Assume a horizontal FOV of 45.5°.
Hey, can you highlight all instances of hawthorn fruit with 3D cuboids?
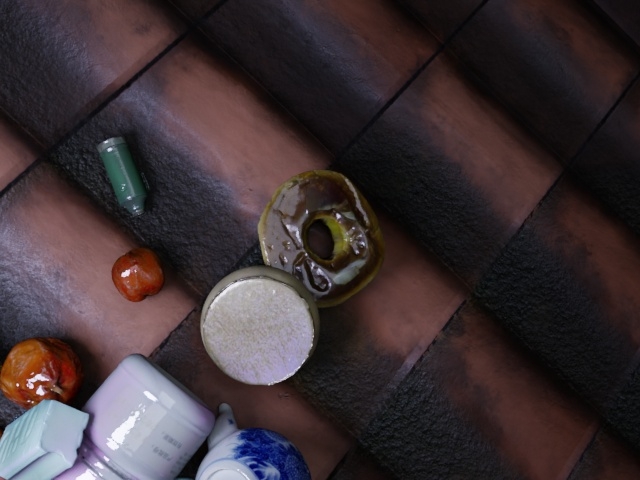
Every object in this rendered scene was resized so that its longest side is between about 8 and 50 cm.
[{"bbox_3d":[-0.410,0.078,1.717,0.128,0.128,0.128,4,75,-16],"label":"hawthorn fruit"},{"bbox_3d":[-0.575,0.277,1.584,0.173,0.179,0.174,4,71,-12],"label":"hawthorn fruit"}]

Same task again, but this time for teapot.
[{"bbox_3d":[-0.126,0.529,1.638,0.252,0.280,0.424,-44,70,16],"label":"teapot"}]

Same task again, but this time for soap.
[{"bbox_3d":[-0.551,0.399,1.483,0.091,0.230,0.145,36,36,-27],"label":"soap"}]

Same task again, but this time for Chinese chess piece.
[{"bbox_3d":[-0.136,0.191,1.720,0.269,0.112,0.270,1,100,3],"label":"Chinese chess piece"}]

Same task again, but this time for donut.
[{"bbox_3d":[0.000,0.000,1.853,0.329,0.160,0.330,1,85,-9],"label":"donut"}]

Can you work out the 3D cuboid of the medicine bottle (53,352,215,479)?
[{"bbox_3d":[-0.392,0.414,1.572,0.241,0.241,0.302,40,78,-4],"label":"medicine bottle"}]

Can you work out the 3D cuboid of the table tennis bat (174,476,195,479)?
[{"bbox_3d":[-0.268,0.620,1.671,0.237,0.038,0.149,34,65,-5],"label":"table tennis bat"}]

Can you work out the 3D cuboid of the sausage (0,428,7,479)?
[{"bbox_3d":[-0.633,0.510,1.559,0.300,0.083,0.089,61,30,2],"label":"sausage"}]

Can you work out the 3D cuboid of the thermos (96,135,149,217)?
[{"bbox_3d":[-0.456,-0.143,1.787,0.073,0.083,0.188,-22,85,1],"label":"thermos"}]

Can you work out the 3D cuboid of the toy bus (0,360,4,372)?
[{"bbox_3d":[-0.792,0.210,1.539,0.275,0.167,0.138,39,69,-4],"label":"toy bus"}]
